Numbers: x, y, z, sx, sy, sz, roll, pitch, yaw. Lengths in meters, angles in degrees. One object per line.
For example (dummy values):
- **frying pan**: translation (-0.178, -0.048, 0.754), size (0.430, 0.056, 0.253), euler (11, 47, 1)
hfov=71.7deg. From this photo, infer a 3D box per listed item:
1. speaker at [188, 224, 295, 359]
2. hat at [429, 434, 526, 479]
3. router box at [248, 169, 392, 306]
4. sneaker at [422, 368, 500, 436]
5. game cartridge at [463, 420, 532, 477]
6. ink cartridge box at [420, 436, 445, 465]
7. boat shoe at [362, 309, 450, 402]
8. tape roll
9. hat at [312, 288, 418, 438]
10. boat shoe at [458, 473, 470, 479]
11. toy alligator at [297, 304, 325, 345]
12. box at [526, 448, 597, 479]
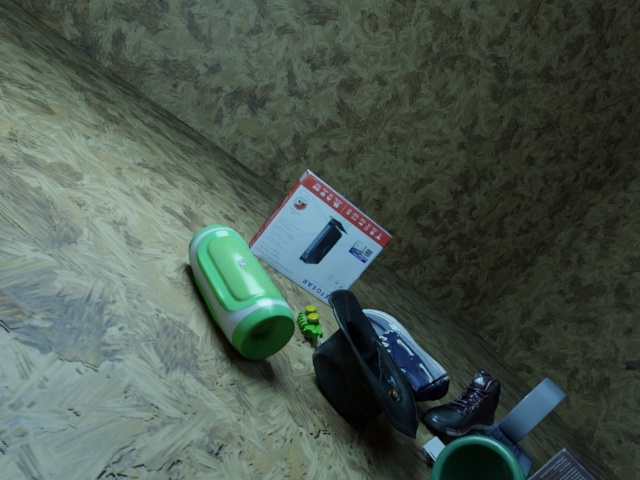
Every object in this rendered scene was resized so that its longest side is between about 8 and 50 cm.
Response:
- **speaker**: translation (-0.165, 0.090, 0.878), size (0.131, 0.131, 0.296), euler (29, 14, -47)
- **hat**: translation (0.318, 0.511, 0.843), size (0.173, 0.208, 0.183), euler (-5, -46, 35)
- **router box**: translation (0.000, 0.000, 1.383), size (0.336, 0.301, 0.082), euler (36, 10, -17)
- **sneaker**: translation (0.391, 0.423, 1.192), size (0.281, 0.162, 0.106), euler (13, 7, -41)
- **game cartridge**: translation (0.518, 0.606, 1.302), size (0.196, 0.060, 0.294), euler (49, 13, 29)
- **ink cartridge box**: translation (0.255, 0.476, 0.977), size (0.063, 0.029, 0.115), euler (46, 12, 30)
- **boat shoe**: translation (0.183, 0.309, 1.217), size (0.158, 0.127, 0.341), euler (4, 24, -48)
- **tape roll**: translation (0.656, 0.527, 1.373), size (0.072, 0.219, 0.219), euler (47, 12, 32)
- **hat**: translation (0.071, 0.270, 0.920), size (0.331, 0.134, 0.331), euler (54, 14, -20)
- **boat shoe**: translation (0.323, 0.536, 0.933), size (0.206, 0.075, 0.064), euler (38, 51, -38)
- **toy alligator**: translation (-0.026, 0.212, 1.078), size (0.052, 0.056, 0.189), euler (-6, 23, -8)
- **box**: translation (0.627, 0.655, 1.080), size (0.168, 0.167, 0.203), euler (43, 5, -45)
